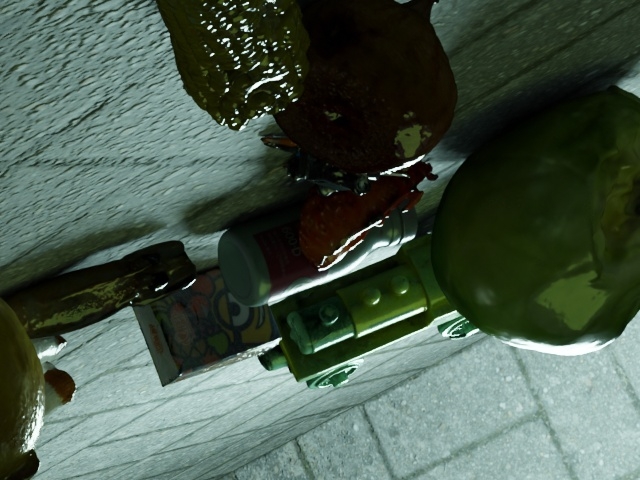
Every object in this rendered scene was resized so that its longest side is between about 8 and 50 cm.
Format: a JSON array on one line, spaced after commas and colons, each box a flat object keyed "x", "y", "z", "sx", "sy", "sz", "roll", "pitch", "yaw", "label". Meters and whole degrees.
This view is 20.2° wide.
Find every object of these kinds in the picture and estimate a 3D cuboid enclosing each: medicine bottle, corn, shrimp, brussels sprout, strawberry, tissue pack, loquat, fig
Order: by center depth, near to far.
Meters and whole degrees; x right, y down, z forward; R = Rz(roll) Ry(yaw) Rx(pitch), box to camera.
[{"x": -0.060, "y": -0.148, "z": 1.172, "sx": 0.097, "sy": 0.097, "sz": 0.320, "roll": -24, "pitch": 168, "yaw": -2, "label": "corn"}, {"x": 0.048, "y": -0.154, "z": 1.386, "sx": 0.134, "sy": 0.146, "sz": 0.201, "roll": -36, "pitch": -156, "yaw": 57, "label": "fig"}, {"x": -0.346, "y": 0.148, "z": 1.547, "sx": 0.244, "sy": 0.244, "sz": 0.244, "roll": -24, "pitch": 169, "yaw": -5, "label": "loquat"}, {"x": -0.252, "y": 0.066, "z": 1.843, "sx": 0.253, "sy": 0.058, "sz": 0.173, "roll": -19, "pitch": 176, "yaw": -12, "label": "shrimp"}, {"x": 0.040, "y": -0.043, "z": 1.885, "sx": 0.188, "sy": 0.082, "sz": 0.121, "roll": -38, "pitch": 173, "yaw": -44, "label": "strawberry"}, {"x": 0.000, "y": 0.000, "z": 1.958, "sx": 0.217, "sy": 0.090, "sz": 0.090, "roll": -19, "pitch": 168, "yaw": -27, "label": "medicine bottle"}, {"x": 0.283, "y": -0.015, "z": 2.038, "sx": 0.344, "sy": 0.268, "sz": 0.344, "roll": -31, "pitch": 169, "yaw": -7, "label": "brussels sprout"}, {"x": -0.131, "y": 0.095, "z": 2.067, "sx": 0.148, "sy": 0.108, "sz": 0.060, "roll": -17, "pitch": 170, "yaw": -36, "label": "tissue pack"}]

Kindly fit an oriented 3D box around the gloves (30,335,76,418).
[{"x": -0.358, "y": 0.159, "z": 1.903, "sx": 0.140, "sy": 0.131, "sz": 0.218, "roll": -19, "pitch": -154, "yaw": 51, "label": "gloves"}]

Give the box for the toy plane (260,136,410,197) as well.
[{"x": 0.003, "y": -0.071, "z": 1.717, "sx": 0.135, "sy": 0.062, "sz": 0.188, "roll": -1, "pitch": -178, "yaw": 37, "label": "toy plane"}]

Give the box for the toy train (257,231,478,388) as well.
[{"x": 0.091, "y": 0.078, "z": 2.349, "sx": 0.369, "sy": 0.150, "sz": 0.237, "roll": -22, "pitch": 168, "yaw": -12, "label": "toy train"}]
